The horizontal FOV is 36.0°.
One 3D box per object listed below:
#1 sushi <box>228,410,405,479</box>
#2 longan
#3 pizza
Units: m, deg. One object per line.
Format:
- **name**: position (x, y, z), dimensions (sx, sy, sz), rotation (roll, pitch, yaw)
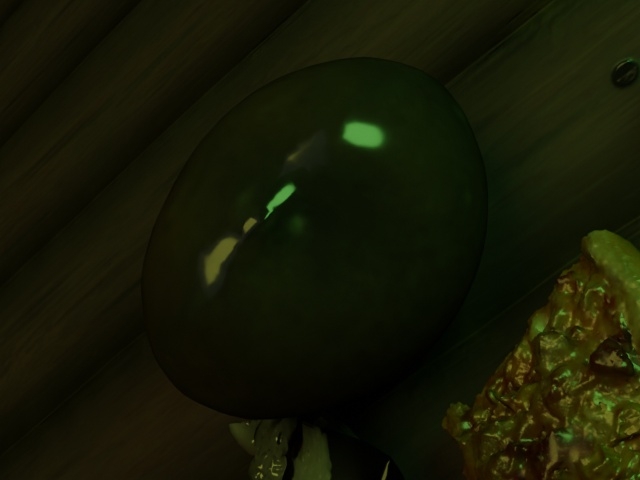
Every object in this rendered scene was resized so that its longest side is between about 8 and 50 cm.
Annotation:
- **sushi**: position (0.014, 0.228, 0.902), dimensions (0.273, 0.109, 0.134), rotation (18, 89, 58)
- **longan**: position (0.000, 0.000, 0.859), dimensions (0.288, 0.288, 0.350), rotation (24, 66, 44)
- **pizza**: position (0.190, 0.156, 0.775), dimensions (0.226, 0.086, 0.335), rotation (-7, 70, 38)
